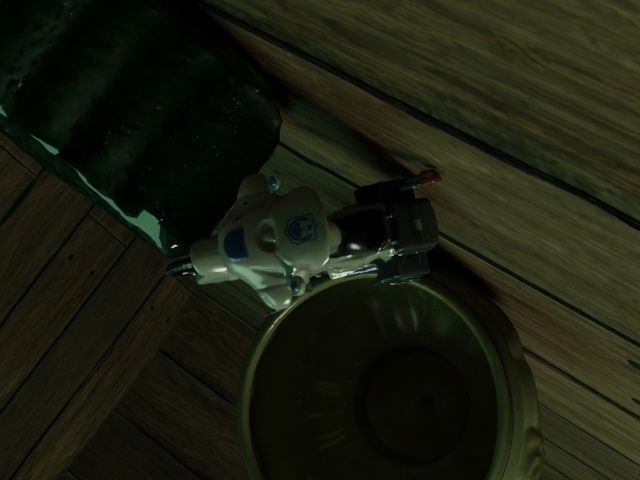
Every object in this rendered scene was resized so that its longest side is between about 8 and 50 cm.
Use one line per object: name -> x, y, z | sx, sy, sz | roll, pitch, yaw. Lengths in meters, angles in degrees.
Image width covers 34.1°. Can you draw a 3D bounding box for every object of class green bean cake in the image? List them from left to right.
green bean cake -> -0.191, -0.128, 0.922 | 0.300, 0.169, 0.308 | 39, 171, -6

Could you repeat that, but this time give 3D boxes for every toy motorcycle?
toy motorcycle -> 0.000, 0.000, 0.803 | 0.150, 0.221, 0.102 | -25, 76, 56

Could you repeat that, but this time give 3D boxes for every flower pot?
flower pot -> 0.088, 0.172, 1.073 | 0.307, 0.308, 0.244 | 32, -173, 22
